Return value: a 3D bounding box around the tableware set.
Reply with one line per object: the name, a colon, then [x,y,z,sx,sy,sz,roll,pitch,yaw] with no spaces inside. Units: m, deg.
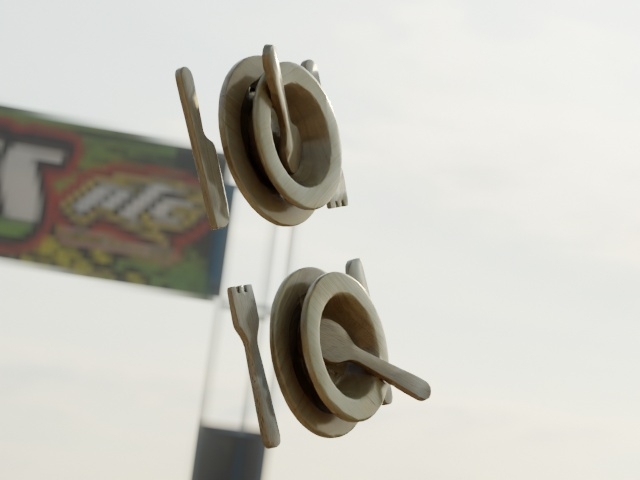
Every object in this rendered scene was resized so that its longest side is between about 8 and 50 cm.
tableware set: [0.000,0.000,0.972,0.039,0.194,0.128,-14,0,31]
